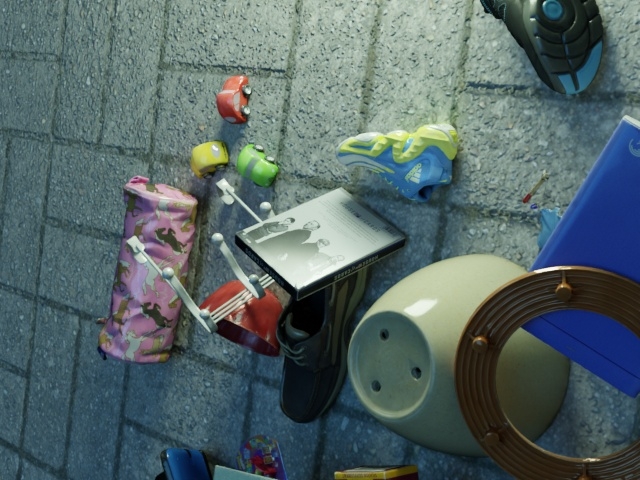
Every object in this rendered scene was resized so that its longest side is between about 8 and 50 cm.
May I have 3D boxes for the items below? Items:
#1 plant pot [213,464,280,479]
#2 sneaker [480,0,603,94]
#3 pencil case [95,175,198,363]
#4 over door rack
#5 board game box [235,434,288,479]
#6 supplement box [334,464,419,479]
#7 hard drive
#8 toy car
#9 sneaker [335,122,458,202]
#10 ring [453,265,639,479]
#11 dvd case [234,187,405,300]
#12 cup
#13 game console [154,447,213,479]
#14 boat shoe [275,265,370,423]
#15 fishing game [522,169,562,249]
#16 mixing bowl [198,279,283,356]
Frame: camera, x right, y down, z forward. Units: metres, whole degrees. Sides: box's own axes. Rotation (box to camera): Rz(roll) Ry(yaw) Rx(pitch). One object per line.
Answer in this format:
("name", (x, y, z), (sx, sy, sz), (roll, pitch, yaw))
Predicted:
("plant pot", (-0.051, 0.547, 1.744), (0.248, 0.247, 0.252), (2, 70, 43))
("sneaker", (0.323, -0.369, 1.578), (0.139, 0.125, 0.340), (133, 122, -64))
("pencil case", (-0.362, 0.066, 2.154), (0.160, 0.167, 0.386), (-128, 50, -73))
("over door rack", (-0.202, 0.009, 1.924), (0.324, 0.239, 0.108), (38, 156, 44))
("board game box", (-0.123, 0.466, 2.005), (0.133, 0.033, 0.168), (-28, 70, 39))
("supplement box", (0.092, 0.434, 1.534), (0.104, 0.081, 0.188), (-13, 80, 42))
("hard drive", (0.410, 0.026, 1.360), (0.210, 0.040, 0.318), (33, 114, 14))
("toy car", (-0.168, -0.185, 2.045), (0.225, 0.053, 0.239), (44, 118, 34))
("sneaker", (0.125, -0.123, 1.749), (0.240, 0.091, 0.126), (-7, 85, 42))
("ring", (0.343, 0.199, 1.387), (0.337, 0.032, 0.336), (5, 106, 18))
("dvd case", (0.000, 0.000, 1.772), (0.179, 0.239, 0.029), (40, 141, 36))
("cup", (0.181, 0.186, 1.593), (0.331, 0.237, 0.331), (0, 90, 42))
("game console", (-0.281, 0.585, 2.064), (0.173, 0.250, 0.293), (-26, 70, 12))
("boat shoe", (-0.024, 0.161, 1.853), (0.132, 0.130, 0.355), (22, 104, 41))
("fishing game", (0.365, 0.034, 1.502), (0.189, 0.041, 0.264), (94, 159, -75))
("mixing bowl", (-0.139, 0.137, 1.955), (0.181, 0.181, 0.098), (10, 65, 42))
